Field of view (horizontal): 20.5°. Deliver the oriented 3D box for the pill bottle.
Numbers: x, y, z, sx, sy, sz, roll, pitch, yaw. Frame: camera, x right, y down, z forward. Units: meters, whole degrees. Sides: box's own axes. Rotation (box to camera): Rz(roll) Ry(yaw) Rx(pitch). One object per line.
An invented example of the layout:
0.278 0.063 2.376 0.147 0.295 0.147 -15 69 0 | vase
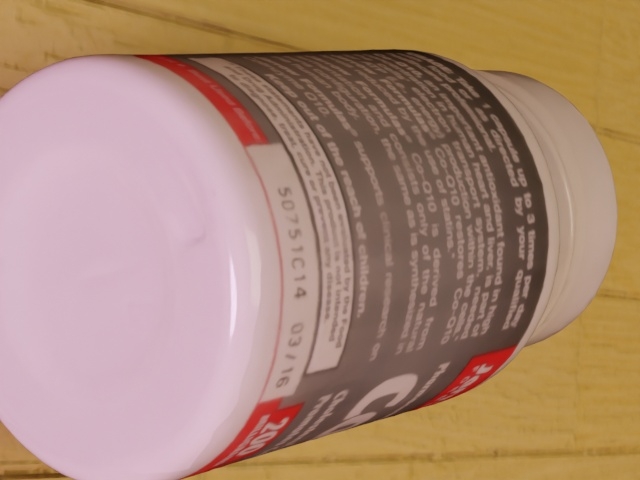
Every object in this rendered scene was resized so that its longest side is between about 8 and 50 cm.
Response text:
0.000 0.000 0.747 0.283 0.161 0.161 -9 99 -51 | pill bottle
